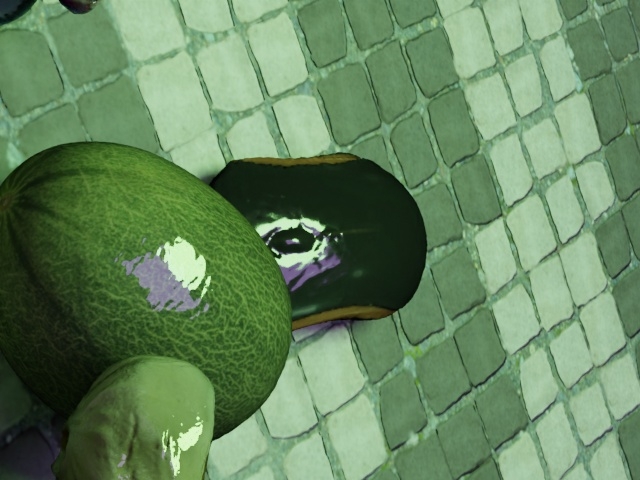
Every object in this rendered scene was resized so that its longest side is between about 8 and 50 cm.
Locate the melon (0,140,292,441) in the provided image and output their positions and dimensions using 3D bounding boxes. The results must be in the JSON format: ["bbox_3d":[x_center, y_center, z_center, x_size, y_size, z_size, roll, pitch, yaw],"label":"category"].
[{"bbox_3d":[-0.165,0.048,1.494,0.302,0.237,0.237,44,54,-32],"label":"melon"}]

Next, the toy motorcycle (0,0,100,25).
[{"bbox_3d":[-0.284,-0.349,1.466,0.241,0.182,0.319,-42,123,-18],"label":"toy motorcycle"}]

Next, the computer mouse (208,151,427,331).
[{"bbox_3d":[0.004,-0.001,1.777,0.323,0.116,0.183,-6,83,-47],"label":"computer mouse"}]

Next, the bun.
[{"bbox_3d":[-0.150,0.172,1.331,0.113,0.173,0.166,12,106,-12],"label":"bun"}]

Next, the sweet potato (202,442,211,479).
[{"bbox_3d":[-0.118,0.182,1.655,0.069,0.059,0.249,31,71,-16],"label":"sweet potato"}]
